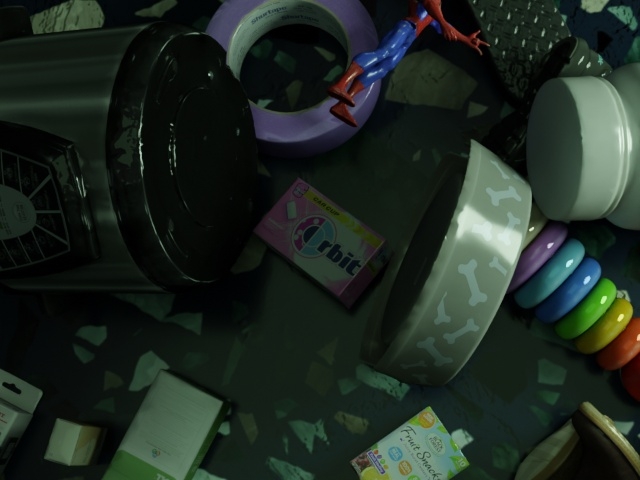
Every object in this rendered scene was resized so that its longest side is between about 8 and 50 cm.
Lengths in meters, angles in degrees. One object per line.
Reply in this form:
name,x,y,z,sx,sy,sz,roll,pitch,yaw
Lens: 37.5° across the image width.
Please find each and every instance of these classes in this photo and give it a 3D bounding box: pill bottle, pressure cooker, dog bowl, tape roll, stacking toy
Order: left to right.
pressure cooker,-0.336,-0.101,1.302,0.420,0.375,0.369,0,64,21
tape roll,-0.044,-0.269,1.459,0.275,0.090,0.274,-1,79,6
dog bowl,0.166,0.037,1.254,0.102,0.349,0.348,23,81,-3
stacking toy,0.381,0.098,1.326,0.330,0.141,0.141,43,85,6
pill bottle,0.494,-0.129,1.266,0.392,0.224,0.224,-3,77,-9

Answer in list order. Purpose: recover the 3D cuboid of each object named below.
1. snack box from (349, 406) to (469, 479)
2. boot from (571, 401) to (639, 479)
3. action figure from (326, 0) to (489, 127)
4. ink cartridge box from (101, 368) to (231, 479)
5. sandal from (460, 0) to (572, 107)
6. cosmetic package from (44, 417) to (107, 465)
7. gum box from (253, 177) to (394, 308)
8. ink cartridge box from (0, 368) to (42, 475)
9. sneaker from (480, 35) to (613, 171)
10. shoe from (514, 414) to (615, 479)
snack box,0.126,0.317,1.343,0.141,0.037,0.100,-34,78,-2
boot,0.343,0.359,1.255,0.207,0.090,0.248,-33,102,2
action figure,0.144,-0.273,1.360,0.139,0.091,0.280,31,74,14
ink cartridge box,-0.228,0.303,1.368,0.109,0.062,0.209,26,82,10
sandal,0.264,-0.413,1.463,0.168,0.107,0.445,-18,89,1
cosmetic package,-0.350,0.291,1.356,0.041,0.115,0.060,14,80,8
gum box,0.000,0.000,1.392,0.188,0.062,0.107,36,82,26
ink cartridge box,-0.505,0.283,1.401,0.104,0.060,0.180,24,81,11
sneaker,0.327,-0.162,1.378,0.106,0.101,0.267,28,110,-22
shoe,0.323,0.325,1.317,0.219,0.058,0.076,-47,115,-2
